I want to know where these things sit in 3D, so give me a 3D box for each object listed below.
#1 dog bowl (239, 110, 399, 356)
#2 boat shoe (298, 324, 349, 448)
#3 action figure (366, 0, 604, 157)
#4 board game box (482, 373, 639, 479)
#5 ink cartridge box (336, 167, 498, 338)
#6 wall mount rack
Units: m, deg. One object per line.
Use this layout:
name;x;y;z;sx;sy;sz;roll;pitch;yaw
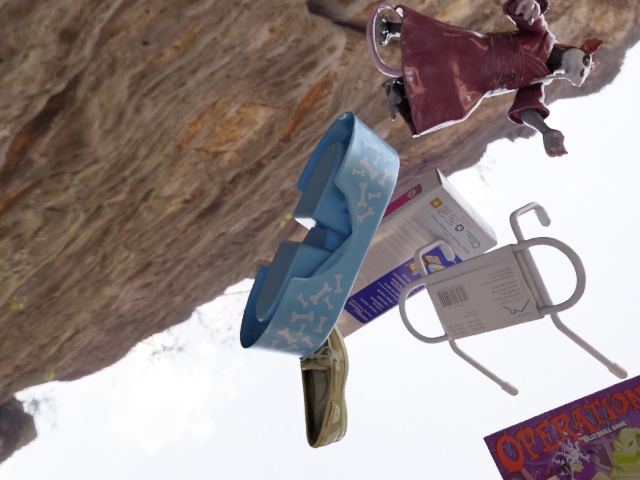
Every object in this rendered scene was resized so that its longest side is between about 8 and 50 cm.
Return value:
dog bowl;0.000;0.000;0.798;0.297;0.074;0.166;-66;-164;-5
boat shoe;-0.001;0.166;0.814;0.056;0.048;0.152;-4;-94;34
action figure;0.282;-0.281;1.141;0.275;0.370;0.248;-114;-161;-65
board game box;0.373;0.289;0.844;0.347;0.056;0.208;-45;-121;46
ink cartridge box;0.118;0.038;1.251;0.371;0.176;0.069;-36;-148;21
wall mount rack;0.302;0.115;1.082;0.350;0.130;0.304;-26;-93;48
